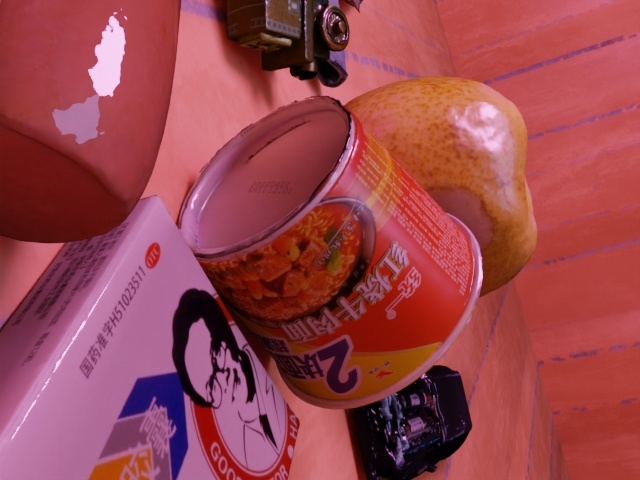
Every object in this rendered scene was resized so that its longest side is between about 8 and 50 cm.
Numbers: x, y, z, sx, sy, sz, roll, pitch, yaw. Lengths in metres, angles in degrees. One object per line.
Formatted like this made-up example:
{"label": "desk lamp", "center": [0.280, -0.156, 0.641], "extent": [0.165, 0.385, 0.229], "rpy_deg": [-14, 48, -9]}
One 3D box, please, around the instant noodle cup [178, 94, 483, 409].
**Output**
{"label": "instant noodle cup", "center": [0.000, 0.000, 0.583], "extent": [0.174, 0.213, 0.213], "rpy_deg": [49, 31, -34]}

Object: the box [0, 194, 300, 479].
{"label": "box", "center": [-0.108, 0.159, 0.363], "extent": [0.353, 0.069, 0.214], "rpy_deg": [-78, 146, -55]}

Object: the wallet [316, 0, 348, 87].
{"label": "wallet", "center": [-0.046, -0.366, 0.920], "extent": [0.290, 0.054, 0.252], "rpy_deg": [39, 41, -57]}

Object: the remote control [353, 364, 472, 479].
{"label": "remote control", "center": [0.134, 0.227, 0.952], "extent": [0.398, 0.062, 0.145], "rpy_deg": [17, 59, -67]}

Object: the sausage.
{"label": "sausage", "center": [-0.138, -0.147, 0.414], "extent": [0.121, 0.121, 0.305], "rpy_deg": [49, 33, -50]}

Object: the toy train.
{"label": "toy train", "center": [-0.039, -0.289, 0.769], "extent": [0.137, 0.090, 0.226], "rpy_deg": [-1, 90, -50]}

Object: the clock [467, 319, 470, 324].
{"label": "clock", "center": [0.139, 0.030, 1.027], "extent": [0.227, 0.142, 0.242], "rpy_deg": [41, 48, -57]}

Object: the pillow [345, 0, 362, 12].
{"label": "pillow", "center": [0.056, -0.450, 1.253], "extent": [0.241, 0.051, 0.093], "rpy_deg": [-73, 143, -59]}

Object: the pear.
{"label": "pear", "center": [0.109, -0.052, 0.804], "extent": [0.271, 0.271, 0.271], "rpy_deg": [-15, 90, -70]}
